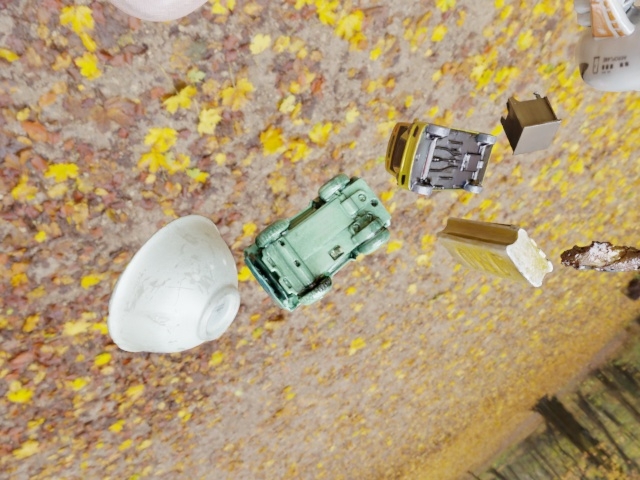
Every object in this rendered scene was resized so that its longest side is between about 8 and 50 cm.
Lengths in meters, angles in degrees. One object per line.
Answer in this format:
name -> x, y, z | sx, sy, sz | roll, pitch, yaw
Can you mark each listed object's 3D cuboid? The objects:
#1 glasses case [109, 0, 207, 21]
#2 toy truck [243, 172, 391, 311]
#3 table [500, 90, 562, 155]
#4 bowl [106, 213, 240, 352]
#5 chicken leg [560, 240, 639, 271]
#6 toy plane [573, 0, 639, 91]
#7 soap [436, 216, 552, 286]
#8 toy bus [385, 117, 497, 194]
glasses case -> -0.161, -0.269, 0.273 | 0.122, 0.075, 0.314 | -45, 130, -4
toy truck -> 0.000, 0.000, 0.945 | 0.279, 0.155, 0.156 | -38, -179, -22
table -> 0.391, -0.223, 0.963 | 0.070, 0.082, 0.083 | -12, 153, 0
bowl -> -0.251, 0.118, 1.027 | 0.313, 0.146, 0.313 | -51, 158, -29
chicken leg -> 0.388, 0.018, 0.659 | 0.145, 0.037, 0.062 | -2, 149, 23
toy plane -> 0.423, -0.239, 0.656 | 0.117, 0.245, 0.245 | -56, 147, 5
soap -> 0.457, 0.025, 1.376 | 0.173, 0.274, 0.089 | 43, 80, -23
toy bus -> 0.257, -0.186, 1.135 | 0.331, 0.151, 0.145 | -6, 115, -47
